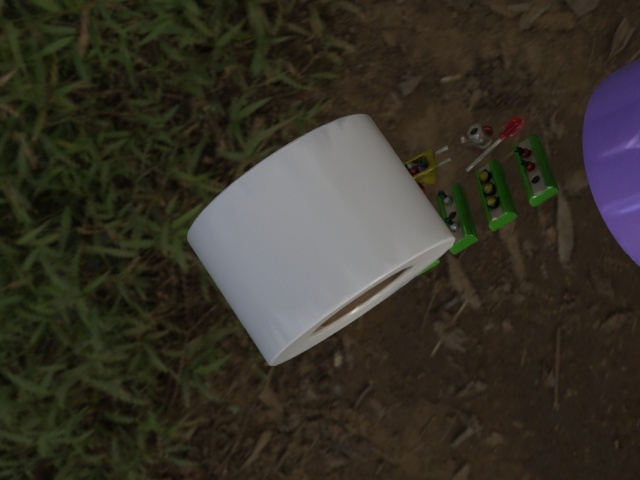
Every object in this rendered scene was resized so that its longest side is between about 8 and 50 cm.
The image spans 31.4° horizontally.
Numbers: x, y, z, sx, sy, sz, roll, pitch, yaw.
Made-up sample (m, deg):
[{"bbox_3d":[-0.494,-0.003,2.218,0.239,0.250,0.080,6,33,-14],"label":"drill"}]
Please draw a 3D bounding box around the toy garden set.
[{"bbox_3d":[0.208,-0.091,1.653,0.244,0.204,0.049,-33,131,25],"label":"toy garden set"}]

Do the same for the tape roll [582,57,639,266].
[{"bbox_3d":[0.428,-0.087,1.302,0.090,0.275,0.275,-27,97,52],"label":"tape roll"}]

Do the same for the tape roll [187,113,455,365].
[{"bbox_3d":[0.000,0.000,1.236,0.246,0.246,0.169,-39,81,26],"label":"tape roll"}]
